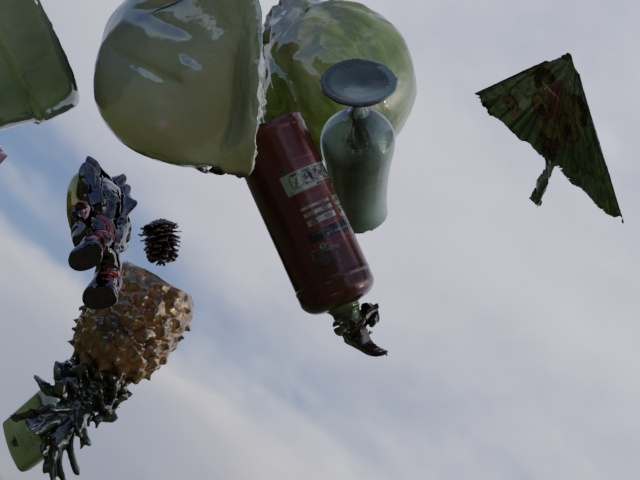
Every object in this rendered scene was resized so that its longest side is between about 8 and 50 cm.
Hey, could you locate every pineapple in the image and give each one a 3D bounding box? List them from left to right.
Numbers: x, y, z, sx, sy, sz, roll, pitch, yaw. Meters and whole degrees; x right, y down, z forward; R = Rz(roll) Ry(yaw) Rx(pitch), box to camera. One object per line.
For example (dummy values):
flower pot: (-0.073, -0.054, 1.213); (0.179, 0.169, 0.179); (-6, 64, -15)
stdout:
pineapple: (-0.323, 0.197, 1.936); (0.169, 0.340, 0.169); (26, -16, 8)

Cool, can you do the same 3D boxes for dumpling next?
dumpling: (-0.115, -0.180, 1.261); (0.243, 0.175, 0.227); (20, -69, 23)

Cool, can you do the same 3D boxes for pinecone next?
pinecone: (-0.275, 0.003, 2.283); (0.077, 0.077, 0.083); (134, -56, -65)

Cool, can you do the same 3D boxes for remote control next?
remote control: (-0.475, 0.317, 2.198); (0.233, 0.038, 0.098); (-37, -108, 54)

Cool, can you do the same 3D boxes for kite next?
kite: (0.321, -0.150, 1.828); (0.323, 0.013, 0.268); (46, -34, 38)

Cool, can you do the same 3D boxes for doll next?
doll: (-0.272, -0.019, 1.615); (0.088, 0.249, 0.127); (8, -56, -9)

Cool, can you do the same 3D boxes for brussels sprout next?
brussels sprout: (0.028, -0.273, 2.259); (0.273, 0.317, 0.243); (4, -34, -16)

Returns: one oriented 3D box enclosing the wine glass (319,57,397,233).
wine glass: (0.051, -0.122, 1.771); (0.103, 0.103, 0.231); (24, -41, 26)

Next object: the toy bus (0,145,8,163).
toy bus: (-0.543, -0.100, 2.036); (0.037, 0.131, 0.052); (46, 8, 24)

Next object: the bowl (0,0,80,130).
bowl: (-0.377, -0.235, 1.316); (0.307, 0.163, 0.307); (55, -11, 15)

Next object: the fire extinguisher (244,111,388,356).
fire extinguisher: (0.000, 0.000, 1.686); (0.337, 0.106, 0.147); (65, -17, 5)
